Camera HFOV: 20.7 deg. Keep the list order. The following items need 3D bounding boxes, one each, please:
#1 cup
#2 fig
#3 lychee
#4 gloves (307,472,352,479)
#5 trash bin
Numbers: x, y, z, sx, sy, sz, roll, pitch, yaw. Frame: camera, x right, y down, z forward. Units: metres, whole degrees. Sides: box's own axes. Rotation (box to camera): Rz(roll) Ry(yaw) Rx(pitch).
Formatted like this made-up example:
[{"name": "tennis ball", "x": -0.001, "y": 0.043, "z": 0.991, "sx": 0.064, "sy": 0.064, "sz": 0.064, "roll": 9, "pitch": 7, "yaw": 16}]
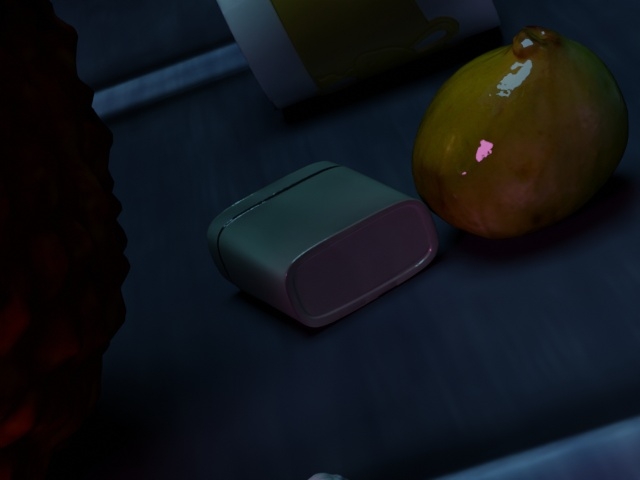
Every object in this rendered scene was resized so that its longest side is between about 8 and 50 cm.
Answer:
[{"name": "cup", "x": 0.034, "y": -0.222, "z": 1.559, "sx": 0.226, "sy": 0.185, "sz": 0.241, "roll": -26, "pitch": -13, "yaw": 5}, {"name": "fig", "x": 0.130, "y": -0.066, "z": 1.141, "sx": 0.153, "sy": 0.121, "sz": 0.136, "roll": -39, "pitch": 20, "yaw": 25}, {"name": "lychee", "x": -0.317, "y": 0.020, "z": 0.998, "sx": 0.424, "sy": 0.500, "sz": 0.424, "roll": 6, "pitch": -8, "yaw": 1}, {"name": "gloves", "x": -0.074, "y": 0.179, "z": 0.813, "sx": 0.229, "sy": 0.097, "sz": 0.119, "roll": -31, "pitch": -7, "yaw": -8}, {"name": "trash bin", "x": 0.000, "y": 0.000, "z": 1.183, "sx": 0.116, "sy": 0.059, "sz": 0.130, "roll": -30, "pitch": 24, "yaw": -17}]
